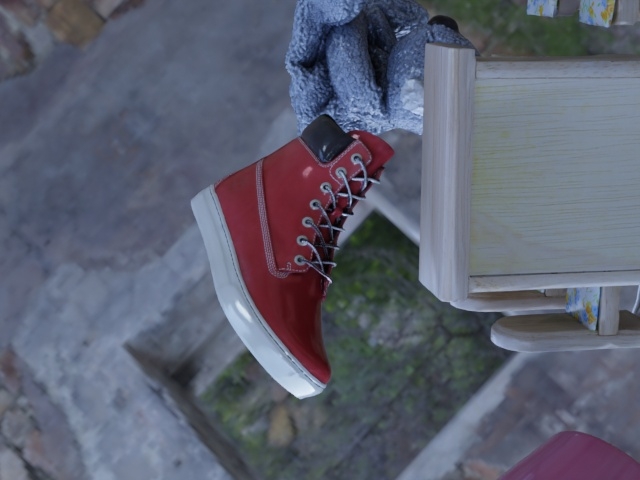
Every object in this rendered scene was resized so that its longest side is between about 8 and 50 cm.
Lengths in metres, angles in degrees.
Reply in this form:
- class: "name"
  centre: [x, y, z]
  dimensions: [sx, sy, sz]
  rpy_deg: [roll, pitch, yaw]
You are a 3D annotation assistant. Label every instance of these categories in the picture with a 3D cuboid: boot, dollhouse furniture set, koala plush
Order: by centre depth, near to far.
- class: "dollhouse furniture set"
  centre: [0.171, -0.083, 1.009]
  dimensions: [0.256, 0.362, 0.394]
  rpy_deg: [-1, -167, -11]
- class: "boot"
  centre: [0.000, 0.000, 1.014]
  dimensions: [0.088, 0.176, 0.244]
  rpy_deg: [48, -166, -46]
- class: "koala plush"
  centre: [0.094, -0.172, 1.325]
  dimensions: [0.221, 0.203, 0.196]
  rpy_deg: [19, -172, 29]

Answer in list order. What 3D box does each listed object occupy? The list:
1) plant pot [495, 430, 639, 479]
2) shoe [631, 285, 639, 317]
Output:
- class: "plant pot"
  centre: [0.187, 0.260, 0.980]
  dimensions: [0.201, 0.180, 0.201]
  rpy_deg: [37, 157, 18]
- class: "shoe"
  centre: [0.385, 0.065, 1.394]
  dimensions: [0.058, 0.076, 0.219]
  rpy_deg: [5, 149, 11]
